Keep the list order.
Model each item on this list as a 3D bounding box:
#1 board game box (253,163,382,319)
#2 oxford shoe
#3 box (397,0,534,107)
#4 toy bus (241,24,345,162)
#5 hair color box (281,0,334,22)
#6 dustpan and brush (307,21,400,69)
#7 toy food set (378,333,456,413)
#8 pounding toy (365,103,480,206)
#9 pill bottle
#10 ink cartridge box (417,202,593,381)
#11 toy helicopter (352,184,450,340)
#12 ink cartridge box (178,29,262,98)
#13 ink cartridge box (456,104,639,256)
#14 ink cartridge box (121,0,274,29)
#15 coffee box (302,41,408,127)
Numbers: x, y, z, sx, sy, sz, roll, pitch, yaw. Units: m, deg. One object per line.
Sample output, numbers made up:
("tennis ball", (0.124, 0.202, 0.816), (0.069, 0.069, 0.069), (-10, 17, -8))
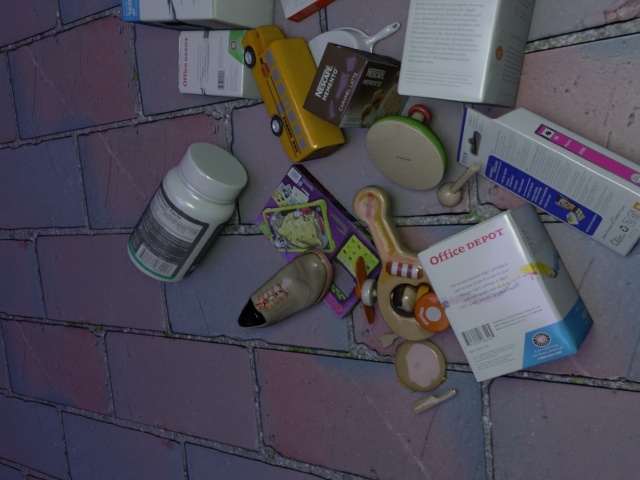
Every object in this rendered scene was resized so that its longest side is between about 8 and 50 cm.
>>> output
("board game box", (0.000, 0.000, 1.433), (0.347, 0.056, 0.208), (47, 116, 17))
("oxford shoe", (-0.091, 0.138, 1.421), (0.123, 0.130, 0.348), (54, 137, 11))
("box", (0.283, -0.431, 1.069), (0.168, 0.215, 0.345), (15, 106, 30))
("toy bus", (-0.066, -0.350, 1.352), (0.130, 0.108, 0.333), (-27, 83, 56))
("hair color box", (-0.014, -0.585, 1.333), (0.167, 0.053, 0.093), (-16, 88, 35))
("dustpan and brush", (0.083, -0.432, 1.302), (0.211, 0.060, 0.147), (-23, 87, 40))
("toy food set", (0.229, 0.288, 1.345), (0.132, 0.038, 0.192), (-32, 75, 26))
("pounding toy", (0.221, -0.194, 1.209), (0.237, 0.110, 0.183), (34, 153, 9))
("pill bottle", (-0.356, -0.073, 1.555), (0.204, 0.204, 0.361), (49, 120, 16))
("ink cartridge box", (0.359, 0.093, 1.123), (0.198, 0.197, 0.270), (-28, 83, 34))
("toy helicopter", (0.153, 0.053, 1.268), (0.235, 0.140, 0.355), (-24, 89, 32))
("ink cartridge box", (-0.253, -0.451, 1.487), (0.219, 0.092, 0.160), (13, 105, 31))
("ink cartridge box", (0.426, -0.124, 1.062), (0.371, 0.176, 0.069), (33, 70, 22))
("ink cartridge box", (-0.297, -0.586, 1.413), (0.307, 0.223, 0.129), (12, 105, 31))
("coffee box", (0.090, -0.313, 1.196), (0.098, 0.246, 0.141), (34, 115, 23))
